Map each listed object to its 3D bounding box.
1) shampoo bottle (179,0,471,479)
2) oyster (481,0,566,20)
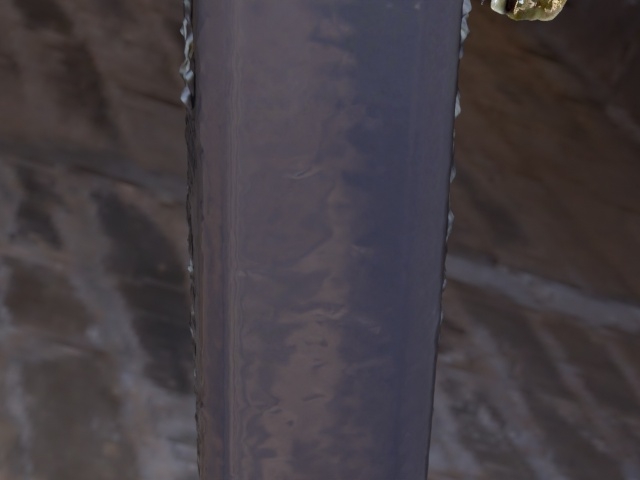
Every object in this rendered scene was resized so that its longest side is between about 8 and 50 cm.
[{"bbox_3d":[0.000,0.001,0.495,0.098,0.071,0.309,-98,7,-54],"label":"shampoo bottle"},{"bbox_3d":[0.231,-0.251,1.332,0.094,0.166,0.294,37,79,28],"label":"oyster"}]
